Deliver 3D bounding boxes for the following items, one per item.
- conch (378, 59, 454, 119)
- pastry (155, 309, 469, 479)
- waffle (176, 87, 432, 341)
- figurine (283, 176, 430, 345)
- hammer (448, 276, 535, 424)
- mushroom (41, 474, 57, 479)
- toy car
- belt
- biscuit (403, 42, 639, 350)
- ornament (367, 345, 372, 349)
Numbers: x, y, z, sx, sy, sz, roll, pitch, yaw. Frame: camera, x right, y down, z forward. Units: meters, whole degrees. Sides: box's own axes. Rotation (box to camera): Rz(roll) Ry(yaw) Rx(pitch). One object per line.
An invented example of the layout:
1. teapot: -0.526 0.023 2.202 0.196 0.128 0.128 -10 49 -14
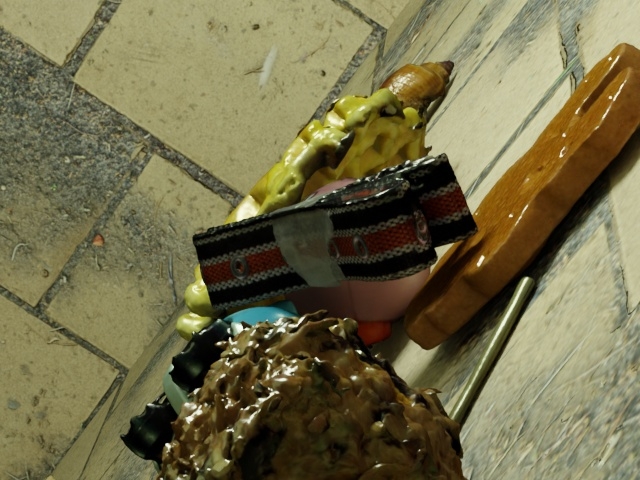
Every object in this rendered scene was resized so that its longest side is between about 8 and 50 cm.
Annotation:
1. conch: 0.110 -0.183 2.574 0.233 0.086 0.080 -55 8 -10
2. pastry: 0.009 0.175 1.271 0.193 0.275 0.275 5 51 37
3. waffle: -0.006 -0.015 2.121 0.382 0.095 0.379 -54 -20 8
4. figurine: 0.034 0.019 1.900 0.173 0.173 0.173 -53 8 11
5. hammer: 0.135 0.111 1.504 0.199 0.013 0.062 -59 9 -24
6. mushroom: -0.268 0.363 2.104 0.207 0.215 0.207 -48 3 3
7. toy car: -0.060 0.171 1.798 0.190 0.188 0.255 -38 -15 -50
8. belt: 0.000 0.000 1.732 0.126 0.094 0.359 -29 9 -41
9. biscuit: 0.193 -0.033 1.639 0.334 0.047 0.202 -51 8 15
10. ornament: 0.012 0.166 1.941 0.125 0.028 0.073 -51 9 13
